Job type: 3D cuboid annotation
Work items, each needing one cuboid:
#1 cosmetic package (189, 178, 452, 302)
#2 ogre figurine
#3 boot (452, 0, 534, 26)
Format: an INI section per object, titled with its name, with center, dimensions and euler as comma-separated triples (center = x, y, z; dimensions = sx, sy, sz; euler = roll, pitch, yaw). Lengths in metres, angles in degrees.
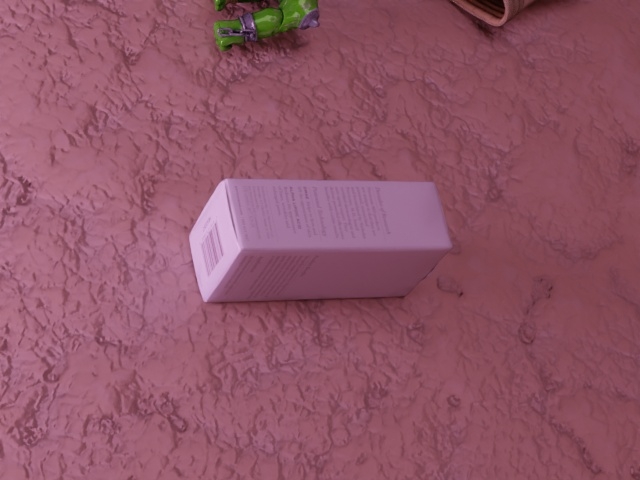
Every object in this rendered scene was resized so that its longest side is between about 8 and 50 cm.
[cosmetic package]
center = 0.000, 0.000, 1.318
dimensions = 0.231, 0.117, 0.085
euler = -1, 63, -26
[ogre figurine]
center = -0.058, -0.301, 1.491
dimensions = 0.118, 0.097, 0.197
euler = 2, 43, -3
[boot]
center = 0.205, -0.398, 1.667
dimensions = 0.203, 0.095, 0.262
euler = -32, 82, -34
